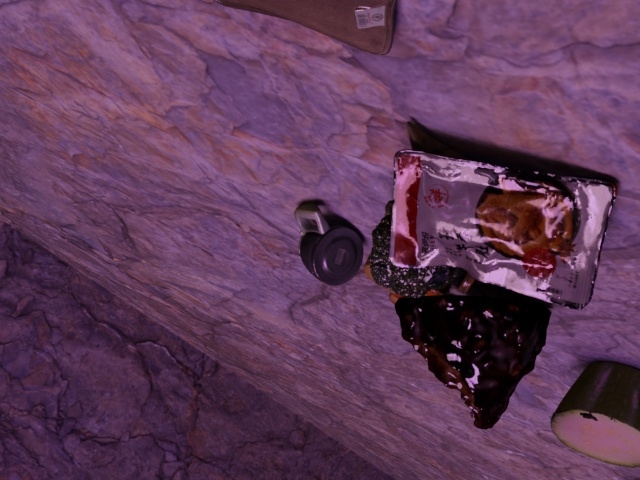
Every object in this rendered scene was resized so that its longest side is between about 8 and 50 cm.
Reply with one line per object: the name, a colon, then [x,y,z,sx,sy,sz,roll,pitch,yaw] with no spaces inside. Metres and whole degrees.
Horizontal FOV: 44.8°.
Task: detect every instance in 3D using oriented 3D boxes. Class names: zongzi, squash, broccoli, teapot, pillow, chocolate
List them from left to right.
pillow: [-0.029,-0.245,0.735,0.217,0.033,0.130,22,155,13]
teapot: [0.007,0.000,1.205,0.092,0.124,0.091,-7,-163,-32]
broccoli: [0.128,0.010,1.000,0.138,0.146,0.162,61,176,50]
zongzi: [0.141,-0.100,0.876,0.076,0.040,0.083,6,133,28]
chocolate: [0.207,0.173,1.089,0.206,0.177,0.224,1,169,23]
squash: [0.455,0.266,1.204,0.170,0.123,0.170,24,158,10]

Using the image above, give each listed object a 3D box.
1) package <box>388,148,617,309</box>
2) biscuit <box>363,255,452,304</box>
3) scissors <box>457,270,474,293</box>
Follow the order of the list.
package: [0.193,-0.016,0.869,0.239,0.030,0.154,13,118,20]
biscuit: [0.170,0.096,1.276,0.234,0.030,0.153,33,155,-16]
scissors: [0.218,-0.011,0.944,0.017,0.088,0.220,31,148,6]
